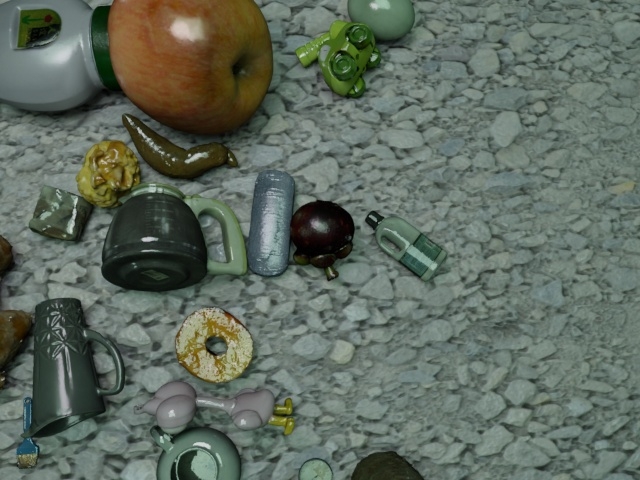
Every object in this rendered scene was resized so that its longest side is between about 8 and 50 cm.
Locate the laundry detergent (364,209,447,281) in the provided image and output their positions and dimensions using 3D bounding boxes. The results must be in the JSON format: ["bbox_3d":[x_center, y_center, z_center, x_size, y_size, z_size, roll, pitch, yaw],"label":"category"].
[{"bbox_3d":[0.211,0.002,1.516,0.226,0.070,0.099,38,85,4],"label":"laundry detergent"}]

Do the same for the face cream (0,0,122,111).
[{"bbox_3d":[-0.669,-0.477,1.490,0.357,0.219,0.312,-3,73,-1],"label":"face cream"}]

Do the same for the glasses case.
[{"bbox_3d":[-0.126,-0.046,1.510,0.109,0.067,0.282,3,80,3],"label":"glasses case"}]

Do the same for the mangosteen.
[{"bbox_3d":[-0.003,-0.011,1.466,0.173,0.172,0.184,28,98,3],"label":"mangosteen"}]

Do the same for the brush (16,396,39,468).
[{"bbox_3d":[-0.699,0.457,1.401,0.051,0.014,0.164,-5,78,-5],"label":"brush"}]

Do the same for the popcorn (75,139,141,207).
[{"bbox_3d":[-0.528,-0.167,1.463,0.170,0.180,0.180,24,76,31],"label":"popcorn"}]

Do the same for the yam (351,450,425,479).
[{"bbox_3d":[0.167,0.578,1.288,0.168,0.304,0.167,0,88,-7],"label":"yam"}]

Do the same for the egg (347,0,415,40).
[{"bbox_3d":[0.166,-0.627,1.604,0.192,0.149,0.149,24,78,2],"label":"egg"}]

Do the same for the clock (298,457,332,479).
[{"bbox_3d":[-0.012,0.567,1.413,0.085,0.017,0.085,1,79,-3],"label":"clock"}]

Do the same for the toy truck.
[{"bbox_3d":[0.055,-0.507,1.583,0.187,0.148,0.210,-47,66,4],"label":"toy truck"}]

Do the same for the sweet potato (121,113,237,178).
[{"bbox_3d":[-0.369,-0.222,1.519,0.310,0.098,0.124,17,91,-7],"label":"sweet potato"}]

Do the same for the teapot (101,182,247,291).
[{"bbox_3d":[-0.354,-0.021,1.413,0.322,0.239,0.239,-6,65,1],"label":"teapot"}]

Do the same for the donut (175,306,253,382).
[{"bbox_3d":[-0.256,0.257,1.438,0.190,0.074,0.174,20,77,-3],"label":"donut"}]

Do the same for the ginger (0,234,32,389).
[{"bbox_3d":[-0.815,0.176,1.377,0.256,0.176,0.375,-20,80,-23],"label":"ginger"}]

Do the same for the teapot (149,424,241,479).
[{"bbox_3d":[-0.280,0.526,1.346,0.294,0.129,0.193,38,76,10],"label":"teapot"}]

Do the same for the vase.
[{"bbox_3d":[-0.590,0.288,1.382,0.251,0.156,0.300,-13,73,-3],"label":"vase"}]

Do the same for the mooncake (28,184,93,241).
[{"bbox_3d":[-0.652,-0.062,1.481,0.130,0.073,0.125,17,81,2],"label":"mooncake"}]

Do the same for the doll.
[{"bbox_3d":[-0.245,0.389,1.365,0.366,0.160,0.094,1,104,-6],"label":"doll"}]

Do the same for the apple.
[{"bbox_3d":[-0.301,-0.450,1.422,0.347,0.391,0.391,18,77,21],"label":"apple"}]
